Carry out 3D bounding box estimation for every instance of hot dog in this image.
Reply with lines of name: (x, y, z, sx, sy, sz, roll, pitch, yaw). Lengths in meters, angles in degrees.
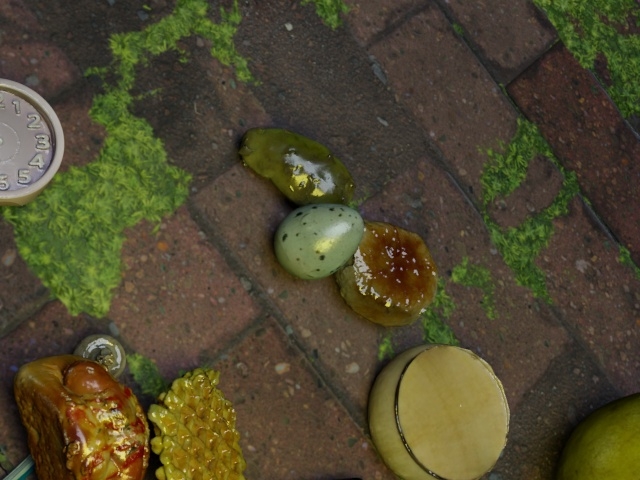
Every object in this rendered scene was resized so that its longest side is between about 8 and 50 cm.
hot dog: (-0.330, 0.283, 1.481, 0.150, 0.153, 0.256, -19, 94, -51)

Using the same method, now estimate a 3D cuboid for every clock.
clock: (-0.500, -0.149, 1.603, 0.197, 0.068, 0.196, 9, 70, -26)

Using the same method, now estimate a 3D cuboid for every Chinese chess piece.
Chinese chess piece: (0.207, 0.308, 1.822, 0.257, 0.104, 0.257, 8, 71, -26)

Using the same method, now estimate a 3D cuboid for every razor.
razor: (-0.435, 0.327, 1.507, 0.191, 0.068, 0.037, -42, 126, -39)

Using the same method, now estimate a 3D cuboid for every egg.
egg: (0.000, 0.000, 1.777, 0.131, 0.164, 0.131, -17, 90, -71)

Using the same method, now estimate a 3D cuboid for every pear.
pear: (0.590, 0.442, 1.860, 0.413, 0.352, 0.352, -31, 90, -35)

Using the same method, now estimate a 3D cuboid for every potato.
potato: (-0.040, -0.127, 1.834, 0.225, 0.090, 0.117, 32, 68, -9)

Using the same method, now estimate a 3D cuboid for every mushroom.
mushroom: (-0.334, 0.182, 1.582, 0.085, 0.079, 0.085, 8, 70, -23)

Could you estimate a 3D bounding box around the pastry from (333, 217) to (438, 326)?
pastry: (0.115, 0.061, 1.856, 0.193, 0.093, 0.182, 20, 61, -23)

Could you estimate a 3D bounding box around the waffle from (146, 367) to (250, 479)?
waffle: (-0.178, 0.318, 1.566, 0.238, 0.059, 0.243, -5, 76, -71)

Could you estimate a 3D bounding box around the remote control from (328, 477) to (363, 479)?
remote control: (-0.017, 0.420, 1.687, 0.222, 0.072, 0.042, 1, 52, -31)
